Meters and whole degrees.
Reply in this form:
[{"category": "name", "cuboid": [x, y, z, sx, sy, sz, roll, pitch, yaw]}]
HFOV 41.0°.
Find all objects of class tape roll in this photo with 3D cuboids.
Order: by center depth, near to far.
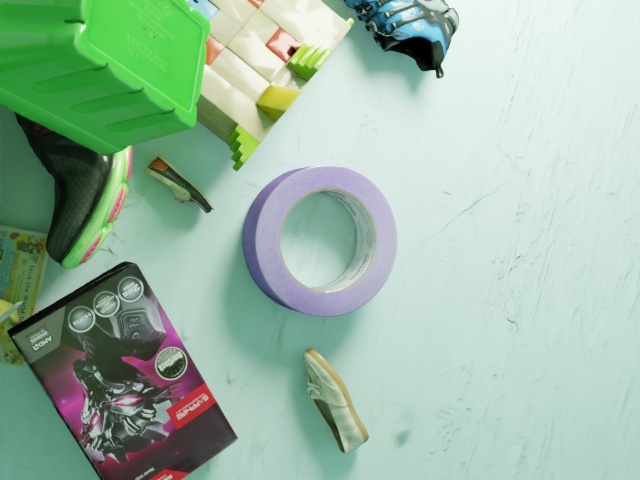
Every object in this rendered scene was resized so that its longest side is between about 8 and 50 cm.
[{"category": "tape roll", "cuboid": [0.000, 0.000, 1.574, 0.274, 0.090, 0.275, 0, 91, -20]}]

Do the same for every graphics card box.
[{"category": "graphics card box", "cuboid": [-0.326, 0.247, 1.445, 0.233, 0.094, 0.371, -32, 103, -20]}]

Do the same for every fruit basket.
[{"category": "fruit basket", "cuboid": [-0.380, -0.295, 1.171, 0.392, 0.392, 0.283, 11, 80, -20]}]

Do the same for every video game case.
[{"category": "video game case", "cuboid": [-0.564, 0.080, 1.399, 0.206, 0.026, 0.227, 11, 87, -20]}]

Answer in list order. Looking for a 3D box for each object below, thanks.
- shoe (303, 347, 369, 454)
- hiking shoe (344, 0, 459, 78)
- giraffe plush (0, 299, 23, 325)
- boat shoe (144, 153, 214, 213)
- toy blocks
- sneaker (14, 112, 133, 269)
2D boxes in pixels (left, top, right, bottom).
[{"category": "shoe", "cuboid": [0.019, 0.301, 1.595, 0.058, 0.076, 0.219, -34, 104, -22]}, {"category": "hiking shoe", "cuboid": [0.124, -0.423, 1.582, 0.304, 0.113, 0.132, 22, 67, -19]}, {"category": "giraffe plush", "cuboid": [-0.583, 0.092, 1.305, 0.210, 0.181, 0.170, -37, 82, -6]}, {"category": "boat shoe", "cuboid": [-0.245, -0.091, 1.501, 0.137, 0.049, 0.043, 43, 80, -14]}, {"category": "toy blocks", "cuboid": [-0.137, -0.339, 1.480, 0.261, 0.191, 0.381, 39, 68, -8]}, {"category": "sneaker", "cuboid": [-0.405, -0.191, 1.388, 0.202, 0.185, 0.483, 3, 82, -11]}]
